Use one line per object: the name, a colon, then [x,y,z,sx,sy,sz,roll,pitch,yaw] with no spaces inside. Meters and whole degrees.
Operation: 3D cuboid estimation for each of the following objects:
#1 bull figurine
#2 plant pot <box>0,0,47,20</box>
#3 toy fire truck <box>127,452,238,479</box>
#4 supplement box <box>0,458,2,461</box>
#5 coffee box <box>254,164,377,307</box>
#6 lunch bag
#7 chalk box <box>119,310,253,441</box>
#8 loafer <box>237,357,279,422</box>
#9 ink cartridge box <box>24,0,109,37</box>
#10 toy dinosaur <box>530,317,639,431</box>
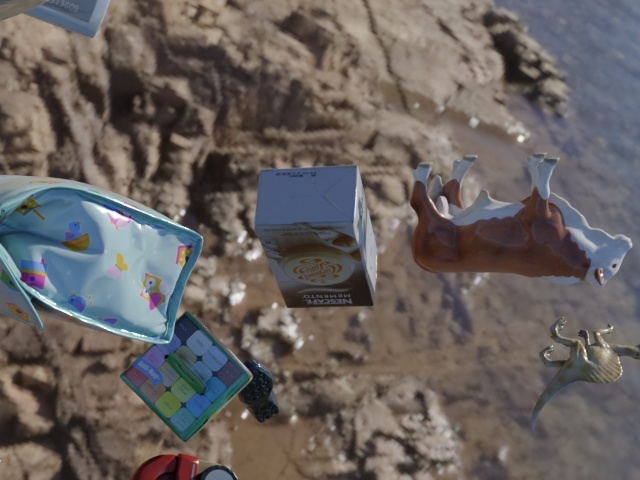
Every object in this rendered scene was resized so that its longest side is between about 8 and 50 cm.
bull figurine: [0.266,-0.024,1.611,0.310,0.188,0.101,-1,12,22]
plant pot: [-0.319,-0.263,1.114,0.096,0.109,0.109,-3,8,13]
toy fire truck: [-0.258,0.398,1.576,0.246,0.158,0.217,15,60,-16]
supplement box: [-0.557,0.361,1.833,0.083,0.056,0.083,19,-3,-1]
coffee box: [0.000,0.000,1.679,0.141,0.246,0.098,-2,60,10]
lunch bag: [-0.297,0.007,1.237,0.223,0.160,0.262,13,-5,45]
chalk box: [-0.186,0.191,1.635,0.132,0.132,0.213,46,-5,4]
loafer: [-0.129,0.275,2.219,0.076,0.223,0.078,-30,62,-10]
ink cartridge box: [-0.502,-0.399,1.569,0.308,0.091,0.385,14,14,-44]
toy dinosaur: [0.287,0.135,1.304,0.183,0.053,0.092,-23,42,-19]
